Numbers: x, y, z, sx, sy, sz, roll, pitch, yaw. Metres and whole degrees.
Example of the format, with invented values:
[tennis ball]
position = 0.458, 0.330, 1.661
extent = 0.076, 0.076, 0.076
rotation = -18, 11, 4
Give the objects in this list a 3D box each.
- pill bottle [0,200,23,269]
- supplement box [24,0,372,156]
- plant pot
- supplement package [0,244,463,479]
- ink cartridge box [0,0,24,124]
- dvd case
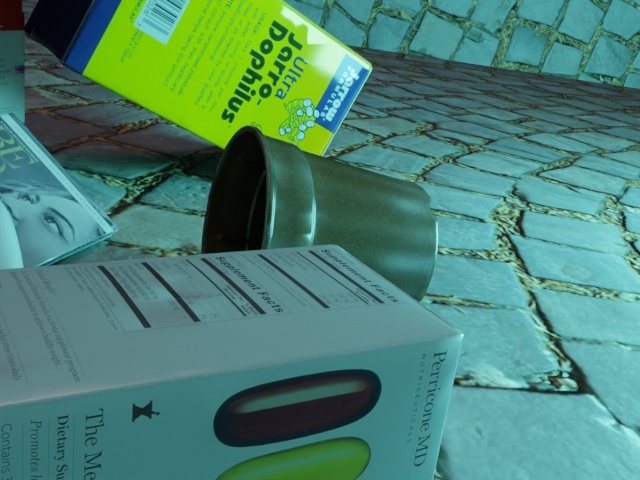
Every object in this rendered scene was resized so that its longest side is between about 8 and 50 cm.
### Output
[pill bottle]
position = -0.305, 0.050, 0.422
extent = 0.264, 0.146, 0.146
rotation = -5, 24, -31
[supplement box]
position = -0.148, -0.240, 0.991
extent = 0.356, 0.195, 0.194
rotation = 26, 7, -38
[plant pot]
position = 0.000, 0.000, 0.675
extent = 0.165, 0.167, 0.167
rotation = 9, 19, -24
[supplement package]
position = -0.069, 0.092, 0.411
extent = 0.244, 0.139, 0.134
rotation = -5, 23, -30
[ink cartridge box]
position = -0.427, -0.208, 0.927
extent = 0.078, 0.231, 0.134
rotation = 19, 23, 28
[dvd case]
position = -0.303, -0.037, 0.707
extent = 0.164, 0.018, 0.221
rotation = 47, 27, 3
